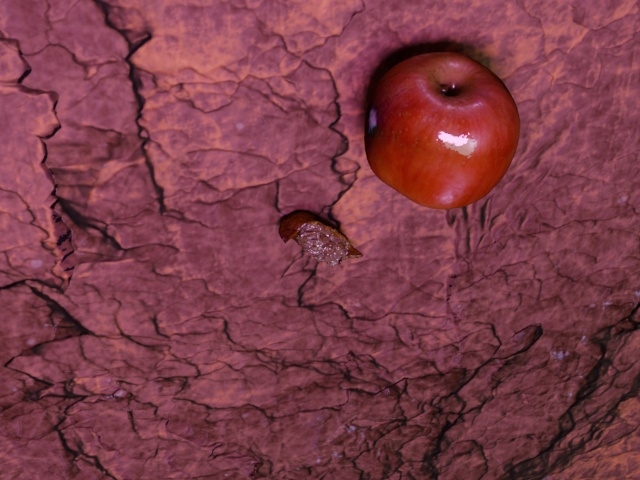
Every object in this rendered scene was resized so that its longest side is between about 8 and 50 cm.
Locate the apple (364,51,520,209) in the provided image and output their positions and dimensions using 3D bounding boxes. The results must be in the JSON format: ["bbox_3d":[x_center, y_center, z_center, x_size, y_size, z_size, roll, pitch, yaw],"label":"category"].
[{"bbox_3d":[0.139,-0.125,1.546,0.199,0.199,0.199,-14,137,-14],"label":"apple"}]

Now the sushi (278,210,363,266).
[{"bbox_3d":[0.000,0.000,1.682,0.052,0.055,0.120,-45,137,11],"label":"sushi"}]
